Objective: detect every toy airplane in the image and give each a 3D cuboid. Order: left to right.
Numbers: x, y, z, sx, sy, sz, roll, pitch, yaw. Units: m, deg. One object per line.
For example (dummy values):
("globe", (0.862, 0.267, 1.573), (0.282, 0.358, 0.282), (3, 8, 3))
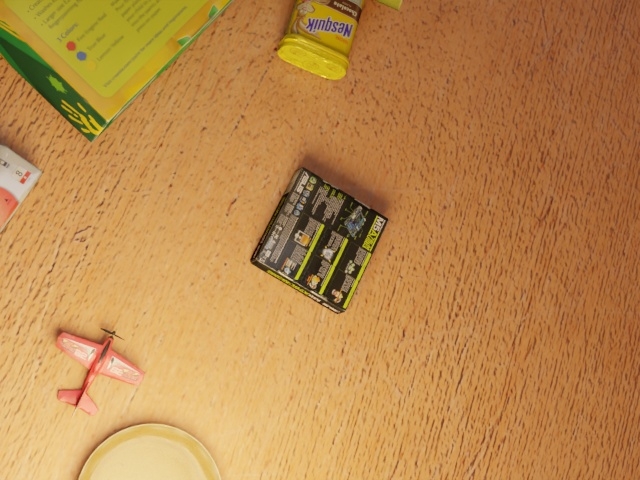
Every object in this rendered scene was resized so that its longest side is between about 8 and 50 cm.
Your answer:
("toy airplane", (-0.356, 0.211, 1.827), (0.151, 0.028, 0.151), (3, 80, -19))

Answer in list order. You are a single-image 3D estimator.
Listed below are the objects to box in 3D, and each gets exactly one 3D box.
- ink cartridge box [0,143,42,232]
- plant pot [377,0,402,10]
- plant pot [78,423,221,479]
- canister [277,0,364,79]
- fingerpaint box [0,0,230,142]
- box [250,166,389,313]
("ink cartridge box", (-0.546, -0.098, 1.799), (0.179, 0.045, 0.145), (36, 70, -15))
("plant pot", (0.034, -0.561, 1.947), (0.293, 0.275, 0.275), (17, 75, 0))
("plant pot", (-0.270, 0.407, 1.826), (0.236, 0.032, 0.236), (3, 81, -20))
("canister", (0.006, -0.386, 2.041), (0.126, 0.073, 0.170), (21, 73, -17))
("fingerpaint box", (-0.342, -0.447, 1.869), (0.371, 0.163, 0.445), (44, 69, -10))
("box", (0.000, 0.000, 1.990), (0.184, 0.045, 0.191), (31, 71, -16))
